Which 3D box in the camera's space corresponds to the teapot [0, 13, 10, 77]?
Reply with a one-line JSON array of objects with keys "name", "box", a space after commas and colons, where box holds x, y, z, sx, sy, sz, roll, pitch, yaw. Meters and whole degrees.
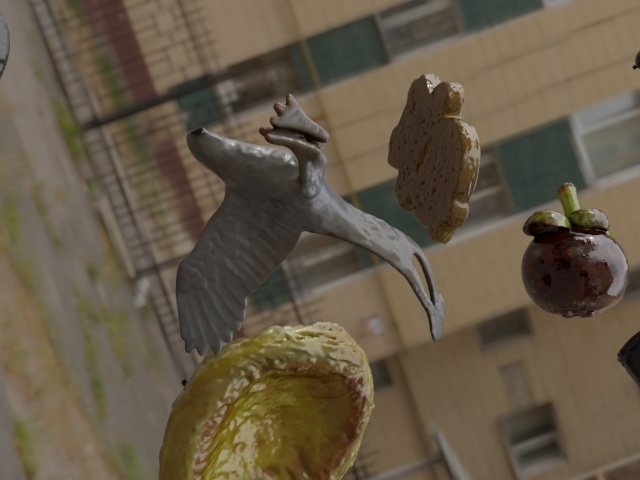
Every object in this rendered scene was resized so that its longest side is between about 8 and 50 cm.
[{"name": "teapot", "box": [-0.543, -0.313, 2.032, 0.337, 0.270, 0.200, 36, 18, 31]}]

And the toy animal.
[{"name": "toy animal", "box": [-0.002, -0.014, 1.649, 0.302, 0.284, 0.225, 90, 14, -55]}]

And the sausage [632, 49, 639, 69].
[{"name": "sausage", "box": [0.410, -0.247, 1.824, 0.198, 0.025, 0.028, 131, -48, -60]}]

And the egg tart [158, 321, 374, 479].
[{"name": "egg tart", "box": [-0.078, 0.223, 1.977, 0.128, 0.319, 0.319, 41, -23, 48]}]

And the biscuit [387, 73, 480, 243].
[{"name": "biscuit", "box": [0.133, -0.094, 1.791, 0.225, 0.036, 0.166, -116, -137, -58]}]

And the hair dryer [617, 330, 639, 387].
[{"name": "hair dryer", "box": [0.400, 0.125, 1.644, 0.197, 0.089, 0.251, 57, -13, 33]}]

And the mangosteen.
[{"name": "mangosteen", "box": [0.356, 0.017, 2.168, 0.145, 0.181, 0.156, 17, -4, 36]}]
